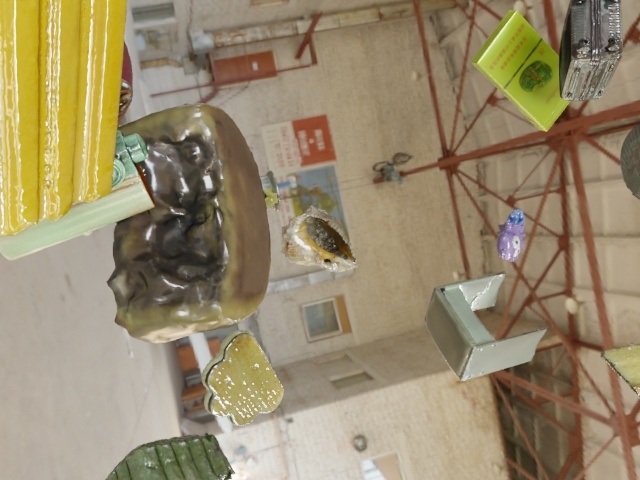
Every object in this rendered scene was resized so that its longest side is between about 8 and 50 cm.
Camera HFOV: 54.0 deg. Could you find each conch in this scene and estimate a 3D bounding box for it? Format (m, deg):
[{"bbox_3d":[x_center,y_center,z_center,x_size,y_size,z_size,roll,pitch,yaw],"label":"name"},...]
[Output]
[{"bbox_3d":[0.000,0.000,1.686,0.245,0.163,0.178,30,-22,24],"label":"conch"}]

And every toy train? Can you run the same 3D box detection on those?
[{"bbox_3d":[-0.390,-0.067,0.963,0.177,0.285,0.116,79,-15,-51],"label":"toy train"}]

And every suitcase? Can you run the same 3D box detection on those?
[{"bbox_3d":[0.706,-0.511,1.659,0.312,0.128,0.202,39,53,-71],"label":"suitcase"}]

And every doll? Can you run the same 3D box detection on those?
[{"bbox_3d":[0.461,-0.016,1.506,0.206,0.067,0.110,-50,133,-47],"label":"doll"}]

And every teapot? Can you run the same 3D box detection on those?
[{"bbox_3d":[-0.149,-0.095,1.403,0.166,0.119,0.130,-132,-150,-67],"label":"teapot"}]

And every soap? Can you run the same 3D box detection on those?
[{"bbox_3d":[-0.281,-0.159,0.571,0.096,0.204,0.324,29,-55,16],"label":"soap"}]

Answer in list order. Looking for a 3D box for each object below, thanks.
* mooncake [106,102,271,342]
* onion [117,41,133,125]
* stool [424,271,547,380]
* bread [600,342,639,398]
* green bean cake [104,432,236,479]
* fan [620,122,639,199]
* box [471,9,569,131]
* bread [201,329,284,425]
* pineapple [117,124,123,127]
[{"bbox_3d":[-0.250,-0.022,1.149,0.394,0.246,0.393,-80,151,-44],"label":"mooncake"},{"bbox_3d":[-0.490,-0.309,1.194,0.385,0.348,0.348,24,-45,33],"label":"onion"},{"bbox_3d":[0.496,0.258,1.927,0.170,0.269,0.243,96,-25,-44],"label":"stool"},{"bbox_3d":[1.039,0.363,1.839,0.315,0.279,0.248,-53,-164,12],"label":"bread"},{"bbox_3d":[-0.252,0.386,0.985,0.173,0.181,0.094,-50,-123,24],"label":"green bean cake"},{"bbox_3d":[0.840,-0.170,1.648,0.223,0.012,0.294,-103,-171,-73],"label":"fan"},{"bbox_3d":[0.616,-0.495,1.856,0.335,0.187,0.047,35,5,-24],"label":"box"},{"bbox_3d":[-0.213,0.368,1.622,0.056,0.207,0.286,25,-38,50],"label":"bread"},{"bbox_3d":[-0.551,-0.257,1.635,0.271,0.262,0.262,30,-26,12],"label":"pineapple"}]
